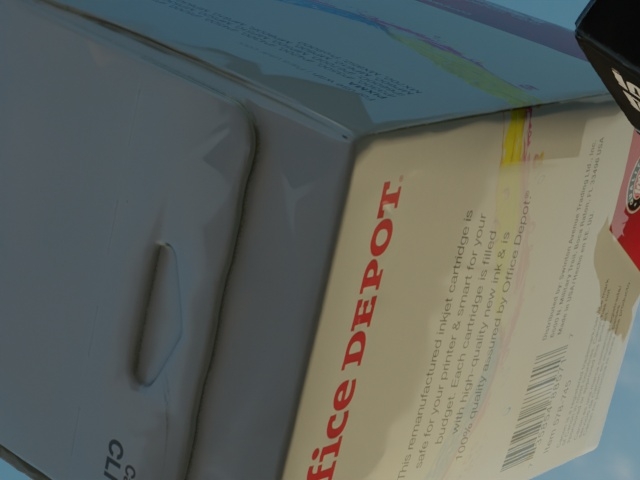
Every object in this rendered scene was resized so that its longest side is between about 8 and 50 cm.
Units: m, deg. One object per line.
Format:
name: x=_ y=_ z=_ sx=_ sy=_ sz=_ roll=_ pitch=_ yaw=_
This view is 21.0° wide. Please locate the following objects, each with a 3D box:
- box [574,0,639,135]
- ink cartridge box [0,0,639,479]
box: x=0.146 y=-0.014 z=0.364 sx=0.147 sy=0.180 sz=0.077 roll=37 pitch=-86 yaw=18
ink cartridge box: x=0.000 y=0.000 z=0.490 sx=0.176 sy=0.127 sz=0.128 roll=-12 pitch=-59 yaw=-52
